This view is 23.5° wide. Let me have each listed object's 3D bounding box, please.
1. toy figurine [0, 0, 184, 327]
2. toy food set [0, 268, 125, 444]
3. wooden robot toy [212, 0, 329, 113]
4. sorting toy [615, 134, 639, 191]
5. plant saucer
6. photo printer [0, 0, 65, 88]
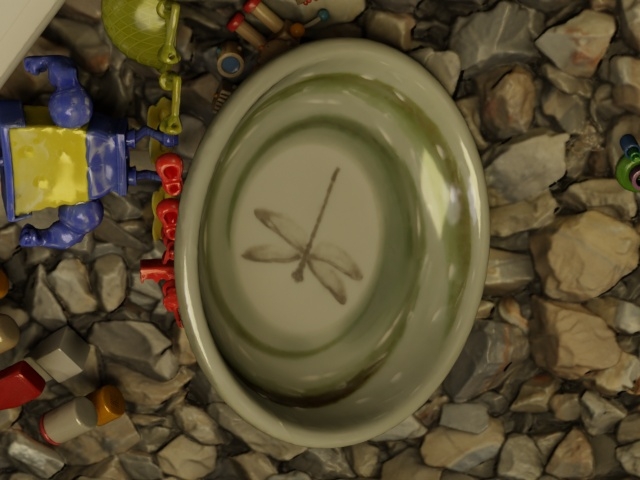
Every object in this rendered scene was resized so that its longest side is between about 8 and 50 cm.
[{"bbox_3d":[-0.242,-0.092,1.467,0.217,0.191,0.362,-3,121,-7],"label":"toy figurine"},{"bbox_3d":[-0.328,0.145,1.666,0.104,0.111,0.232,-27,121,26],"label":"toy food set"},{"bbox_3d":[-0.056,-0.185,1.497,0.076,0.079,0.173,34,113,-22],"label":"wooden robot toy"},{"bbox_3d":[0.345,-0.087,1.605,0.061,0.042,0.102,17,119,-13],"label":"sorting toy"},{"bbox_3d":[0.000,0.000,1.521,0.400,0.100,0.400,-6,99,-41],"label":"plant saucer"},{"bbox_3d":[-0.366,-0.258,1.415,0.256,0.107,0.307,32,115,-21],"label":"photo printer"}]
